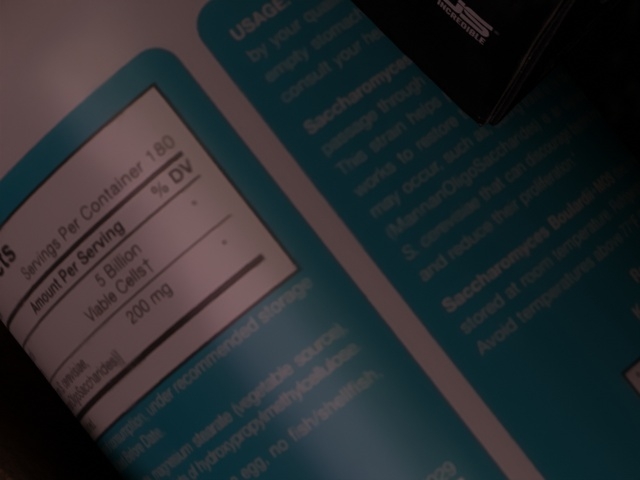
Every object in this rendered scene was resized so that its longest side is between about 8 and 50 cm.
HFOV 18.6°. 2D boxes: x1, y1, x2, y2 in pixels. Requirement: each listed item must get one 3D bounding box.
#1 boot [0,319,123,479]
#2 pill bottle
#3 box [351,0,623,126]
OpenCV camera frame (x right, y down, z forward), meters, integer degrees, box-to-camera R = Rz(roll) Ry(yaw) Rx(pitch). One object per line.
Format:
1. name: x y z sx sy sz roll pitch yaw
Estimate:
1. boot: -0.112 0.045 0.505 0.112 0.115 0.305 -38 56 -13
2. pill bottle: 0.000 0.000 0.475 0.146 0.146 0.264 -39 87 26
3. box: 0.051 -0.141 0.403 0.180 0.077 0.147 -42 83 -17
